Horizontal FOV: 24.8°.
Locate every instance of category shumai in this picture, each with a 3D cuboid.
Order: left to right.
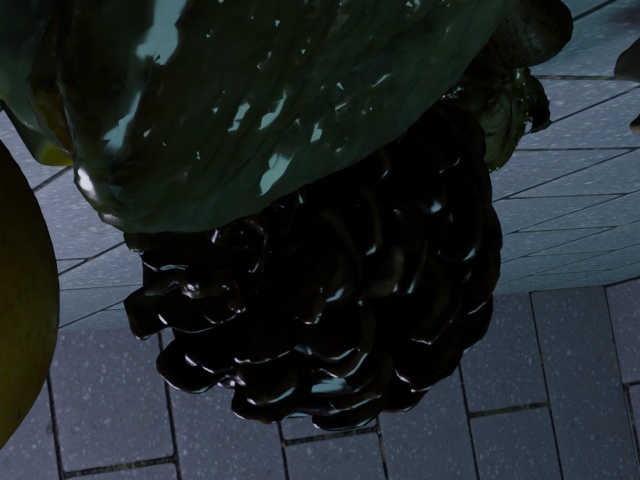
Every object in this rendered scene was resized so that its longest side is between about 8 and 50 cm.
[{"bbox_3d":[-0.037,-0.152,0.521,0.272,0.204,0.222,-39,155,-4],"label":"shumai"}]

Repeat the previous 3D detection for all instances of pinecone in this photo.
[{"bbox_3d":[0.000,0.000,0.860,0.224,0.224,0.272,-11,177,13],"label":"pinecone"}]

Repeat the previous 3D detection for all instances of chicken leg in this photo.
[{"bbox_3d":[0.121,-0.105,1.068,0.088,0.103,0.227,-7,-167,29],"label":"chicken leg"}]

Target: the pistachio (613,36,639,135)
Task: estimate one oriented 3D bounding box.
[{"bbox_3d":[0.322,-0.124,1.028,0.223,0.126,0.152,-12,-153,25],"label":"pistachio"}]

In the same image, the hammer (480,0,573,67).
[{"bbox_3d":[0.085,-0.140,0.795,0.242,0.095,0.409,-12,173,17],"label":"hammer"}]

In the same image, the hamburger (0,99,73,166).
[{"bbox_3d":[-0.139,-0.097,0.877,0.141,0.082,0.126,-23,173,9],"label":"hamburger"}]

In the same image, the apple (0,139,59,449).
[{"bbox_3d":[-0.294,0.021,0.820,0.299,0.299,0.275,-6,148,-18],"label":"apple"}]
